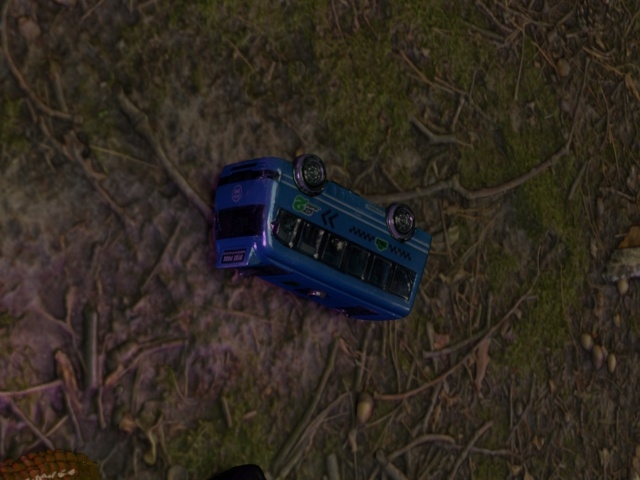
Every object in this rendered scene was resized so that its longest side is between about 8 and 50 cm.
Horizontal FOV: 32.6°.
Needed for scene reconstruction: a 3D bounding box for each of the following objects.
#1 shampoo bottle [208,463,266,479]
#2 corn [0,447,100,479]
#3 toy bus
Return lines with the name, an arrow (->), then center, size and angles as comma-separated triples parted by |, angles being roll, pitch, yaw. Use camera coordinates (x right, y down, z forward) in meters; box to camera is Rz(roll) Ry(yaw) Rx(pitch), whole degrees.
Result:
shampoo bottle -> -0.044, 0.413, 1.112 | 0.134, 0.078, 0.359 | -30, 100, -36
corn -> -0.316, 0.235, 0.905 | 0.292, 0.101, 0.101 | 0, 81, -41
toy bus -> 0.000, 0.000, 1.215 | 0.246, 0.113, 0.134 | 25, 71, -36
